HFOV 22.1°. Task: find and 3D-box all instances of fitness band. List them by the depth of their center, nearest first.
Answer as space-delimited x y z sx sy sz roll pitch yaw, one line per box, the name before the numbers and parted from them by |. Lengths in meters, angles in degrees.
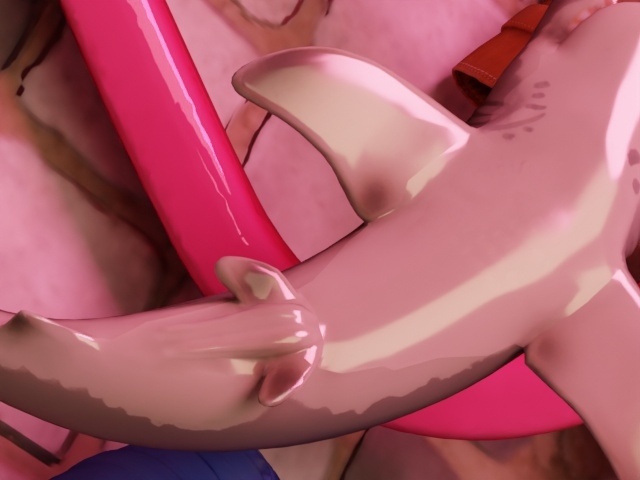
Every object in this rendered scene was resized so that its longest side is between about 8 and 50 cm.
fitness band | 0.030 -0.080 0.503 0.209 0.054 0.290 -24 95 2

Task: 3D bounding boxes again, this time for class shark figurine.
shark figurine | -0.018 0.020 0.438 0.278 0.116 0.166 -10 75 -16

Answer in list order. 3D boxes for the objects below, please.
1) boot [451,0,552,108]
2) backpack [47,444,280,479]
boot | 0.115 -0.099 0.615 0.152 0.197 0.073 -34 122 2
backpack | -0.034 0.112 0.461 0.101 0.098 0.120 -28 84 -44
